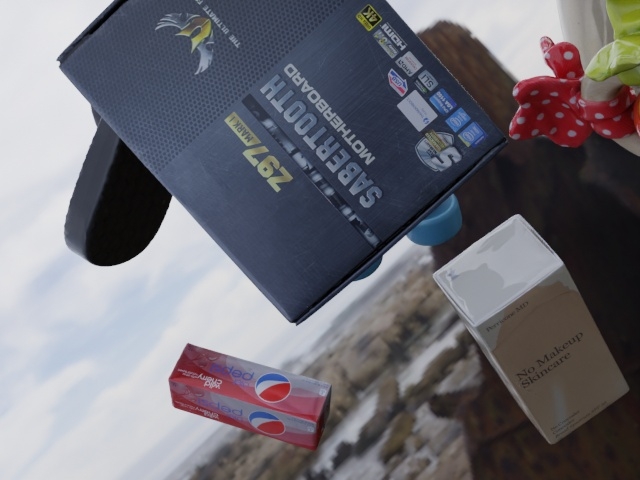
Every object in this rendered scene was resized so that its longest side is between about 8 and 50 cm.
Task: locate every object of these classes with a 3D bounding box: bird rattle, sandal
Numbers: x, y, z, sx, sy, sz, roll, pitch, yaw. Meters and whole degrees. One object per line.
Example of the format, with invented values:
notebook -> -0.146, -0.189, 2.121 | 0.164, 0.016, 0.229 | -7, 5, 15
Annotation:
bird rattle -> 0.288, -0.122, 0.963 | 0.143, 0.207, 0.253 | -56, 0, -27
sandal -> -0.195, -0.185, 1.178 | 0.167, 0.107, 0.445 | -2, -59, -60

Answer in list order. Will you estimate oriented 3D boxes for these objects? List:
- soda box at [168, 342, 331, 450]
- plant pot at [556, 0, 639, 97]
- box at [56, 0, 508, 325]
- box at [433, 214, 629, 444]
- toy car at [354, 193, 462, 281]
soda box -> -0.118, 0.261, 1.801 | 0.092, 0.263, 0.083 | 92, -163, -48
plant pot -> 0.502, -0.325, 1.734 | 0.257, 0.274, 0.256 | 0, 3, 0
box -> -0.024, -0.090, 0.693 | 0.183, 0.232, 0.059 | -41, 3, 10
box -> 0.291, 0.127, 1.463 | 0.148, 0.311, 0.121 | -37, 41, 3
toy car -> 0.036, -0.116, 1.315 | 0.210, 0.219, 0.238 | -25, 37, -4
